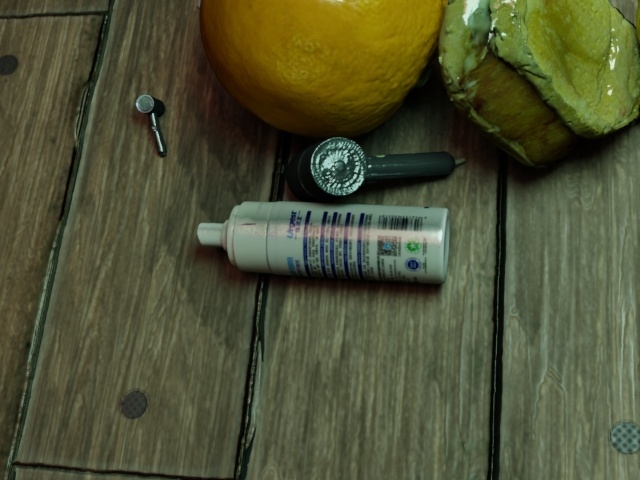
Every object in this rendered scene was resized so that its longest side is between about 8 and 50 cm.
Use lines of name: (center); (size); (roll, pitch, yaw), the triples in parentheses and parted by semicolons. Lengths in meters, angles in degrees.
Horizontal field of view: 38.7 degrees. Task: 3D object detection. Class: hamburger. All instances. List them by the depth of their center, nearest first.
hamburger: (0.245, -0.201, 1.040); (0.132, 0.309, 0.211); (-3, 54, 54)

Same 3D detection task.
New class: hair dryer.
hair dryer: (0.075, -0.090, 1.118); (0.219, 0.124, 0.072); (-6, 91, -15)
hair dryer: (-0.220, -0.154, 1.228); (0.026, 0.047, 0.083); (-18, 85, 12)

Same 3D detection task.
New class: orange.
orange: (0.008, -0.275, 1.088); (0.312, 0.312, 0.312); (-4, 68, 10)

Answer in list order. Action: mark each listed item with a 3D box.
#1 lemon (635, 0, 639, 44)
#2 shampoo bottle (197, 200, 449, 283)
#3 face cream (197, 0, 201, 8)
lemon: (0.464, -0.257, 1.007); (0.260, 0.204, 0.204); (-16, 64, -20)
shampoo bottle: (0.000, 0.000, 1.092); (0.303, 0.092, 0.092); (2, 69, 13)
face cream: (-0.059, -0.432, 1.287); (0.154, 0.096, 0.274); (23, 87, 16)
